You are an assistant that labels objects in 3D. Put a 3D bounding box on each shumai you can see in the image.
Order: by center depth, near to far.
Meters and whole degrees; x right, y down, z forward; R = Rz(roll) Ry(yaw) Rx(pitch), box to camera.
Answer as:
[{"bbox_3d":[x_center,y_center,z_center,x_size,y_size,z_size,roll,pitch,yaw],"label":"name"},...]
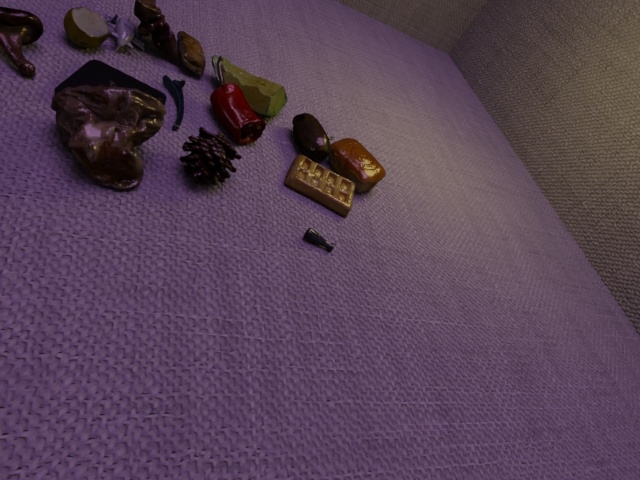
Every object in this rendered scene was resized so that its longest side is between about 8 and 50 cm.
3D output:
[{"bbox_3d":[-0.607,-0.277,1.297,0.314,0.262,0.267,2,-4,14],"label":"shumai"}]

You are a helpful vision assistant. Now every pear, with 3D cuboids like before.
[{"bbox_3d":[-0.828,-0.738,1.618,0.141,0.104,0.141,21,60,-40],"label":"pear"}]

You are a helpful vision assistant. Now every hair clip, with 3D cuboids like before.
[{"bbox_3d":[-0.512,-0.491,1.648,0.083,0.048,0.275,9,48,-35],"label":"hair clip"}]

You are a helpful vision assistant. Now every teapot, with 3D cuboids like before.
[{"bbox_3d":[0.000,0.000,1.542,0.111,0.043,0.042,30,40,-12],"label":"teapot"}]

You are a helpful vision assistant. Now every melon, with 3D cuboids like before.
[{"bbox_3d":[-0.304,-0.627,1.871,0.324,0.124,0.196,30,39,1],"label":"melon"}]

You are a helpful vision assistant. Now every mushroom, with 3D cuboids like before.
[{"bbox_3d":[-0.944,-0.594,1.394,0.227,0.148,0.217,-16,78,-38],"label":"mushroom"}]

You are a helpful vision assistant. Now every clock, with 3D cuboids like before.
[{"bbox_3d":[-0.677,-0.480,1.514,0.274,0.049,0.278,25,41,-15],"label":"clock"}]

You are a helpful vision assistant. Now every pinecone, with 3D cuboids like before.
[{"bbox_3d":[-0.351,-0.259,1.454,0.179,0.150,0.195,31,40,-7],"label":"pinecone"}]

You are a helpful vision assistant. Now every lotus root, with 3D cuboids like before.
[{"bbox_3d":[-0.037,-0.416,1.851,0.123,0.124,0.241,-13,60,-19],"label":"lotus root"}]

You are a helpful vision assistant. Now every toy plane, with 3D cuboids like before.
[{"bbox_3d":[-0.742,-0.779,1.736,0.174,0.080,0.174,37,32,-28],"label":"toy plane"}]

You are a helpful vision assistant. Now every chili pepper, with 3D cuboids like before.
[{"bbox_3d":[-0.342,-0.514,1.725,0.135,0.131,0.338,-28,73,-21],"label":"chili pepper"}]

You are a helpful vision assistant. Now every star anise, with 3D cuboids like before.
[{"bbox_3d":[-0.641,-0.830,1.757,0.349,0.109,0.292,61,7,25],"label":"star anise"}]

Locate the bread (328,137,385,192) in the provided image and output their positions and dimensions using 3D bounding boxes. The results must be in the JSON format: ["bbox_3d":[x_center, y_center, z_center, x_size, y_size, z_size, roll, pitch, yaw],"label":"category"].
[{"bbox_3d":[0.143,-0.309,1.884,0.174,0.121,0.245,-19,67,-46],"label":"bread"}]

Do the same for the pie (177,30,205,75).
[{"bbox_3d":[-0.526,-0.778,1.887,0.129,0.068,0.282,26,29,-38],"label":"pie"}]

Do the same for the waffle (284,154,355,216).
[{"bbox_3d":[0.006,-0.210,1.735,0.274,0.057,0.168,28,41,-11],"label":"waffle"}]

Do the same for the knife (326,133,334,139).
[{"bbox_3d":[-0.027,-0.471,2.001,0.207,0.014,0.030,10,47,-30],"label":"knife"}]
